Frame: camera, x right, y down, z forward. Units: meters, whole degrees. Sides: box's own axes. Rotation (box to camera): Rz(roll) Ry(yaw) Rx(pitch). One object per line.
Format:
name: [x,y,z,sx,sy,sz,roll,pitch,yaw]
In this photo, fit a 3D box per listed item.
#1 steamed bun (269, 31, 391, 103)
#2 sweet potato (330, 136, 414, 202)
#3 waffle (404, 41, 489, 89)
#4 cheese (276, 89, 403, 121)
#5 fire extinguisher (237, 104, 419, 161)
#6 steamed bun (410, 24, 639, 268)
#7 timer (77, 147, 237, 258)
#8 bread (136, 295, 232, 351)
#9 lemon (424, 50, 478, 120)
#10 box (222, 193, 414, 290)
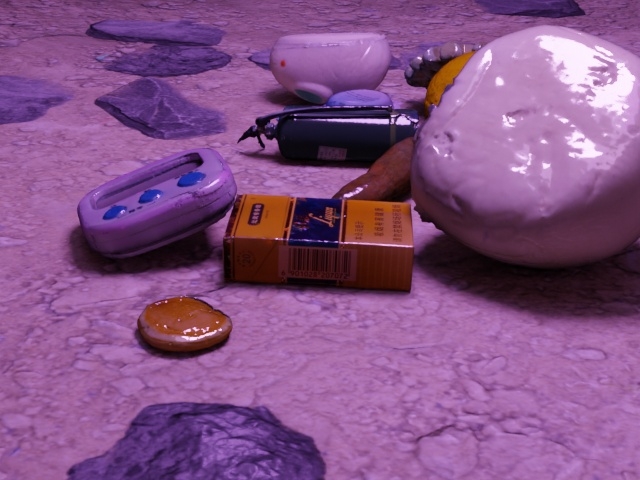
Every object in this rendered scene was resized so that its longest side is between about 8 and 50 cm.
steamed bun: [0.019,-0.324,2.104,0.228,0.130,0.177,-7,15,-16]
sweet potato: [0.094,-0.087,1.654,0.075,0.075,0.273,15,31,28]
waffle: [0.302,-0.301,2.020,0.292,0.056,0.309,7,-4,-4]
cheese: [0.047,-0.224,1.978,0.245,0.052,0.135,-21,30,-40]
fire extinguisher: [0.010,-0.175,1.809,0.295,0.118,0.093,2,65,1]
steamed bun: [0.306,-0.097,1.465,0.334,0.233,0.312,-47,54,-8]
timer: [-0.215,-0.051,1.485,0.209,0.069,0.191,-24,24,-7]
bread: [-0.153,0.094,1.266,0.110,0.024,0.110,1,23,0]
lemon: [0.270,-0.219,1.821,0.244,0.186,0.187,-12,27,-37]
box: [0.000,0.001,1.444,0.237,0.070,0.152,5,24,1]
